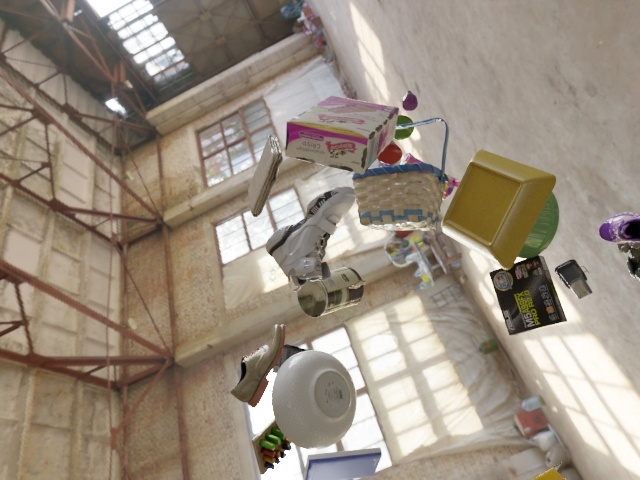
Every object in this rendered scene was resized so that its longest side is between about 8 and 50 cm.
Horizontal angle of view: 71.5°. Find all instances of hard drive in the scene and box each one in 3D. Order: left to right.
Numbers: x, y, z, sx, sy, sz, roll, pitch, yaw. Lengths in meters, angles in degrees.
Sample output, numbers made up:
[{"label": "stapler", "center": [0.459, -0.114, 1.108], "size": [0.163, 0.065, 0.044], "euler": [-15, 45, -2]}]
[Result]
[{"label": "hard drive", "center": [0.094, 0.984, 1.942], "size": [0.040, 0.318, 0.210], "euler": [-104, 18, -50]}]

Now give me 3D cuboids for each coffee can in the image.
[{"label": "coffee can", "center": [0.051, 0.250, 2.199], "size": [0.275, 0.201, 0.202], "euler": [-9, -111, -44]}]

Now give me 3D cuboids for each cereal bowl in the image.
[{"label": "cereal bowl", "center": [0.002, 0.552, 1.574], "size": [0.338, 0.141, 0.339], "euler": [18, -123, -29]}]

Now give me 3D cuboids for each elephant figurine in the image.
[{"label": "elephant figurine", "center": [1.102, 0.084, 1.496], "size": [0.240, 0.185, 0.169], "euler": [69, 166, -13]}]

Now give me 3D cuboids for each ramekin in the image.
[{"label": "ramekin", "center": [0.752, -0.086, 1.735], "size": [0.303, 0.148, 0.304], "euler": [-174, 90, -72]}]

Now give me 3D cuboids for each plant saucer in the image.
[{"label": "plant saucer", "center": [0.564, -0.120, 1.508], "size": [0.080, 0.333, 0.333], "euler": [9, -160, -34]}]

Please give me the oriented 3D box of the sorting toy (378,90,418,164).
[{"label": "sorting toy", "center": [0.352, -0.524, 2.029], "size": [0.366, 0.126, 0.126], "euler": [107, 172, -48]}]

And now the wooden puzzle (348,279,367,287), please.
[{"label": "wooden puzzle", "center": [0.134, 0.155, 1.576], "size": [0.083, 0.049, 0.006], "euler": [9, -131, -56]}]

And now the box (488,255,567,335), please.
[{"label": "box", "center": [0.818, 0.220, 1.770], "size": [0.060, 0.216, 0.270], "euler": [10, -118, -43]}]

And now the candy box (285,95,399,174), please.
[{"label": "candy box", "center": [0.050, -0.218, 0.879], "size": [0.233, 0.159, 0.071], "euler": [-53, -26, -53]}]

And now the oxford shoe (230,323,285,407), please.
[{"label": "oxford shoe", "center": [-0.239, 0.466, 1.752], "size": [0.130, 0.123, 0.348], "euler": [28, -129, -8]}]

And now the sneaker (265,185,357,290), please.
[{"label": "sneaker", "center": [0.000, 0.000, 1.433], "size": [0.137, 0.365, 0.210], "euler": [25, -148, -58]}]

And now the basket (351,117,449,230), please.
[{"label": "basket", "center": [0.206, -0.172, 1.184], "size": [0.201, 0.254, 0.289], "euler": [5, -93, -57]}]

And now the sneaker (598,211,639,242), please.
[{"label": "sneaker", "center": [0.912, -0.033, 1.316], "size": [0.236, 0.104, 0.095], "euler": [173, 86, -78]}]

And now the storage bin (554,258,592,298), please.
[{"label": "storage bin", "center": [0.981, 0.152, 1.699], "size": [0.135, 0.098, 0.091], "euler": [44, -155, -25]}]

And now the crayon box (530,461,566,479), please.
[{"label": "crayon box", "center": [0.456, 0.637, 0.996], "size": [0.322, 0.203, 0.083], "euler": [3, -154, -39]}]

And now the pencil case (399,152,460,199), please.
[{"label": "pencil case", "center": [0.417, -0.251, 1.736], "size": [0.236, 0.105, 0.104], "euler": [26, -171, -1]}]

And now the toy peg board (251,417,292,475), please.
[{"label": "toy peg board", "center": [-0.164, 0.781, 1.688], "size": [0.161, 0.079, 0.161], "euler": [-30, -64, -49]}]

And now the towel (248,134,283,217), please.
[{"label": "towel", "center": [-0.215, -0.251, 1.721], "size": [0.049, 0.282, 0.187], "euler": [14, -147, -23]}]

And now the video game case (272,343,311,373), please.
[{"label": "video game case", "center": [-0.092, 0.599, 2.152], "size": [0.026, 0.273, 0.196], "euler": [-68, -11, -58]}]
